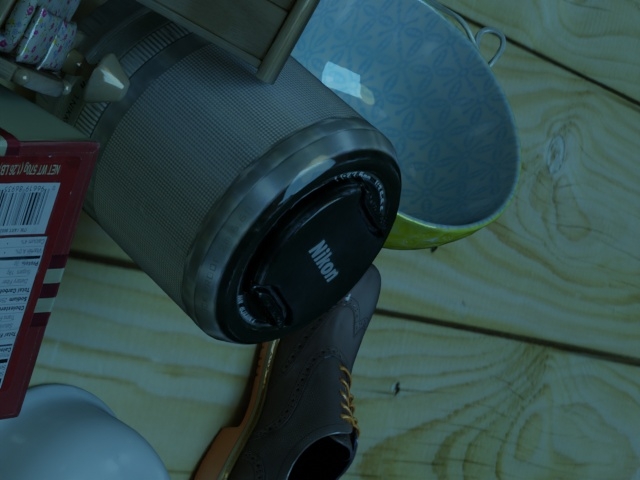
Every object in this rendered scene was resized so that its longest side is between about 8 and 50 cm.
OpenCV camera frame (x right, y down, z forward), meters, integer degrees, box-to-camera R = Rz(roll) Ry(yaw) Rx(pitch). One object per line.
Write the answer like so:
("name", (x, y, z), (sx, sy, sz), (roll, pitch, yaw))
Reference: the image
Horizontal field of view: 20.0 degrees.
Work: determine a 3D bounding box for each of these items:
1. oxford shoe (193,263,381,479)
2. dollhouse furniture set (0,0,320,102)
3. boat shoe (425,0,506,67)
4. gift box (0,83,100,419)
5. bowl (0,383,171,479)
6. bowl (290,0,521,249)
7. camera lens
("oxford shoe", (-0.001, 0.174, 1.912), (0.130, 0.132, 0.364), (52, 57, -49))
("dollhouse furniture set", (-0.093, -0.220, 1.273), (0.303, 0.173, 0.355), (-61, 177, 5))
("boat shoe", (0.142, -0.166, 2.005), (0.136, 0.156, 0.367), (-58, 142, -29))
("gift box", (-0.324, -0.037, 1.246), (0.255, 0.258, 0.276), (3, 112, -55))
("bowl", (-0.214, 0.285, 1.626), (0.298, 0.134, 0.298), (-22, 117, -53))
("bowl", (0.037, -0.100, 1.769), (0.289, 0.156, 0.290), (21, 50, -27))
("camera lens", (-0.084, -0.064, 1.536), (0.219, 0.274, 0.219), (-34, 149, -23))
